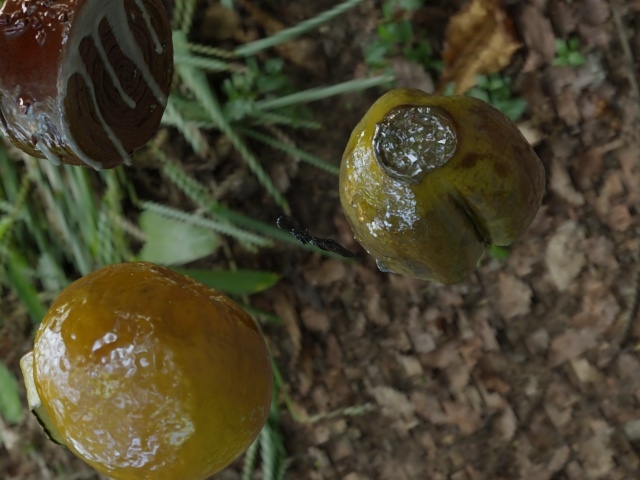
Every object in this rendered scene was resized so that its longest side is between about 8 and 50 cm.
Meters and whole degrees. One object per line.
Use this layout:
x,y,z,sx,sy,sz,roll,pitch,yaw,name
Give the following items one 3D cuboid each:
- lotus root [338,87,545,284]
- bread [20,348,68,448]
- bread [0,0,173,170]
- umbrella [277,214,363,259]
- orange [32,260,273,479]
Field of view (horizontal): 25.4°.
0.119,-0.066,1.430,0.199,0.180,0.188,13,78,14,lotus root
-0.295,0.182,1.688,0.245,0.102,0.094,95,166,-70,bread
-0.176,-0.131,1.067,0.073,0.160,0.160,14,120,26,bread
-0.002,0.003,1.671,0.022,0.122,0.013,-59,25,6,umbrella
-0.121,0.096,1.019,0.178,0.155,0.177,30,171,5,orange
